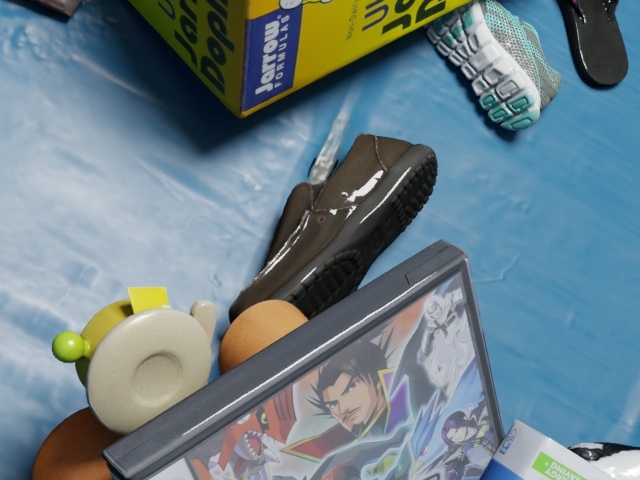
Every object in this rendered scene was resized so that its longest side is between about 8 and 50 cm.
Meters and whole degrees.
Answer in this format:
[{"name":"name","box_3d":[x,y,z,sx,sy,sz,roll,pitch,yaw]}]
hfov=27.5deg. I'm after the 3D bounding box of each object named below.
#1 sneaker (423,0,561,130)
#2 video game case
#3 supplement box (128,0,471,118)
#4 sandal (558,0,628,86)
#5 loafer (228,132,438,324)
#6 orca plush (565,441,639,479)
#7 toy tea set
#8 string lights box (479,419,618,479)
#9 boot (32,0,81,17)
[{"name":"sneaker","box_3d":[0.146,-0.175,1.120,0.076,0.065,0.166,-32,90,-41]},{"name":"video game case","box_3d":[0.011,0.168,0.894,0.275,0.035,0.248,-31,125,-23]},{"name":"supplement box","box_3d":[0.030,-0.285,0.996,0.356,0.194,0.195,-30,62,-24]},{"name":"sandal","box_3d":[0.240,-0.226,1.170,0.067,0.040,0.179,-12,79,-22]},{"name":"loafer","box_3d":[0.000,0.000,1.009,0.078,0.080,0.220,31,63,27]},{"name":"orca plush","box_3d":[0.308,0.187,1.041,0.287,0.151,0.102,-4,35,2]},{"name":"toy tea set","box_3d":[-0.056,0.117,0.930,0.336,0.124,0.200,3,108,-37]},{"name":"string lights box","box_3d":[0.134,0.275,0.926,0.133,0.077,0.260,32,87,-9]},{"name":"boot","box_3d":[-0.226,-0.234,1.005,0.114,0.037,0.106,13,84,-13]}]
